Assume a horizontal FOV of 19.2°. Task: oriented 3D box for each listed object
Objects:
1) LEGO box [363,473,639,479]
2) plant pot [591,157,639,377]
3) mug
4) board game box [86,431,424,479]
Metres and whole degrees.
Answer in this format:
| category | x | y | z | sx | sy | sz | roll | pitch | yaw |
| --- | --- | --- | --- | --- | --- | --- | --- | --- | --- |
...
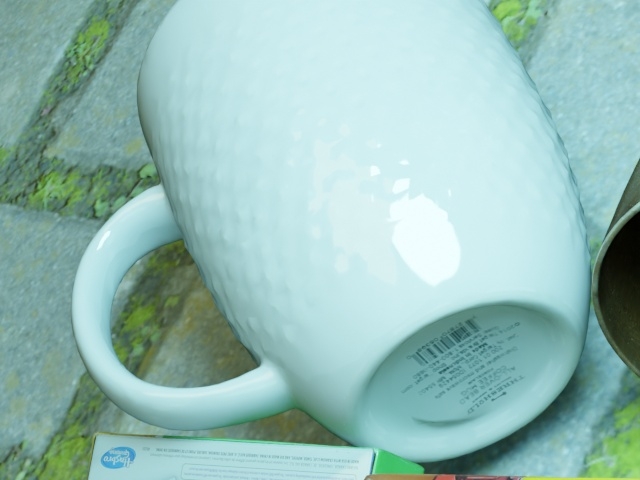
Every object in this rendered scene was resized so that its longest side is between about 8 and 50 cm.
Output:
| category | x | y | z | sx | sy | sz | roll | pitch | yaw |
| --- | --- | --- | --- | --- | --- | --- | --- | --- | --- |
| LEGO box | 0.093 | 0.369 | 0.938 | 0.372 | 0.193 | 0.500 | -7 | 41 | 44 |
| plant pot | 0.297 | -0.037 | 1.218 | 0.215 | 0.215 | 0.230 | -15 | 35 | 29 |
| mug | 0.000 | 0.000 | 1.331 | 0.374 | 0.276 | 0.328 | -25 | 50 | 0 |
| board game box | -0.071 | 0.291 | 1.250 | 0.242 | 0.064 | 0.316 | 0 | 72 | 34 |
